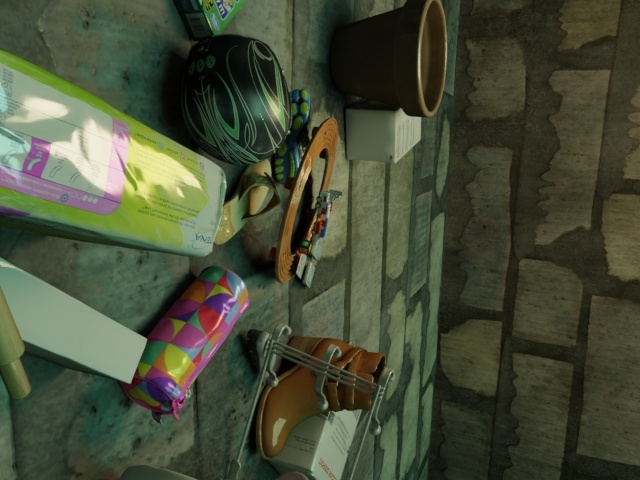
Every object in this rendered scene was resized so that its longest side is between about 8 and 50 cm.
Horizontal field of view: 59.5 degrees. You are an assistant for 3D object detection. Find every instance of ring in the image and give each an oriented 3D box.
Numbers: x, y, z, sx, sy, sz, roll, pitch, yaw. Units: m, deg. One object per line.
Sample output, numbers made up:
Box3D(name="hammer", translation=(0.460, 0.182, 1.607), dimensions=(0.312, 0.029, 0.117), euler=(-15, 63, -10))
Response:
Box3D(name="ring", translation=(-0.032, -0.079, 1.103), dimensions=(0.336, 0.032, 0.337), euler=(17, 90, -82))

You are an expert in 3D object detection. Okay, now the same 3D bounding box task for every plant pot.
Box3D(name="plant pot", translation=(0.152, -0.418, 1.288), dimensions=(0.263, 0.229, 0.263), euler=(7, 90, -68))

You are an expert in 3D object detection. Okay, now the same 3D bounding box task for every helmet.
Box3D(name="helmet", translation=(-0.121, -0.192, 0.805), dimensions=(0.169, 0.169, 0.162), euler=(15, 66, -67))

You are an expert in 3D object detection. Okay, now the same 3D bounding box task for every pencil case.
Box3D(name="pencil case", translation=(-0.189, 0.143, 0.815), dimensions=(0.236, 0.104, 0.104), euler=(-61, 148, -43))

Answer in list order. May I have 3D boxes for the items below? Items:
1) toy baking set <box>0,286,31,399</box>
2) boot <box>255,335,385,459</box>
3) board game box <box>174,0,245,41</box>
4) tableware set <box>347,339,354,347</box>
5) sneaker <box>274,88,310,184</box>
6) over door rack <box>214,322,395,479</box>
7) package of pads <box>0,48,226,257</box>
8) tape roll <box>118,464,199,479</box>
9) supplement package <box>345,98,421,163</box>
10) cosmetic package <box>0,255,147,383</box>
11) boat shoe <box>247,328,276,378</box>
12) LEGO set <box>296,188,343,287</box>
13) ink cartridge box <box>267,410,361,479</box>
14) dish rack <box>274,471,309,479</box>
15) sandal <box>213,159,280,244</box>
Box3D(name="toy baking set", translation=(-0.330, 0.093, 0.421), dimensions=(0.030, 0.196, 0.256), euler=(-133, -152, -58))
Box3D(name="boot", translation=(0.005, 0.332, 1.157), dimensions=(0.109, 0.220, 0.283), euler=(74, 32, -43))
Box3D(name="board game box", translation=(-0.172, -0.471, 0.755), dimensions=(0.317, 0.046, 0.214), euler=(69, 36, -47))
Box3D(name="tableware set", translation=(0.067, 0.362, 1.567), dimensions=(0.168, 0.020, 0.141), euler=(-10, 105, -66))
Box3D(name="sneaker", translation=(-0.053, -0.201, 1.095), dimensions=(0.078, 0.067, 0.188), euler=(-35, 131, -76))
Box3D(name="over door rack", translation=(-0.026, 0.342, 1.012), dimensions=(0.324, 0.239, 0.108), euler=(-69, 159, -4))
Box3D(name="package of pads", translation=(-0.242, -0.061, 0.468), dimensions=(0.296, 0.229, 0.101), euler=(24, 74, -66))
Box3D(name="tape roll", translation=(-0.156, 0.409, 0.723), dimensions=(0.100, 0.286, 0.286), euler=(-63, 149, -41))
Box3D(name="supplement package", translation=(0.171, -0.304, 1.479), dimensions=(0.244, 0.139, 0.134), euler=(-45, 137, -56))
Box3D(name="cosmetic package", translation=(-0.289, 0.079, 0.566), dimensions=(0.239, 0.098, 0.061), euler=(57, 42, -57))
Box3D(name="boat shoe", translation=(-0.114, 0.214, 1.071), dimensions=(0.049, 0.040, 0.142), euler=(-56, 158, -37))
Box3D(name="LEGO set", translation=(0.000, 0.000, 1.185), dimensions=(0.244, 0.060, 0.183), euler=(69, 36, -76))
Box3D(name="ink cartridge box", translation=(0.001, 0.411, 1.293), dimensions=(0.211, 0.121, 0.289), euler=(69, 36, -48))
Box3D(name="dish rack", translation=(-0.077, 0.542, 0.811), dimensions=(0.072, 0.285, 0.333), euler=(51, 1, -29))
Box3D(name="sandal", translation=(-0.109, -0.065, 0.965), dimensions=(0.240, 0.079, 0.088), euler=(-55, 143, -49))
